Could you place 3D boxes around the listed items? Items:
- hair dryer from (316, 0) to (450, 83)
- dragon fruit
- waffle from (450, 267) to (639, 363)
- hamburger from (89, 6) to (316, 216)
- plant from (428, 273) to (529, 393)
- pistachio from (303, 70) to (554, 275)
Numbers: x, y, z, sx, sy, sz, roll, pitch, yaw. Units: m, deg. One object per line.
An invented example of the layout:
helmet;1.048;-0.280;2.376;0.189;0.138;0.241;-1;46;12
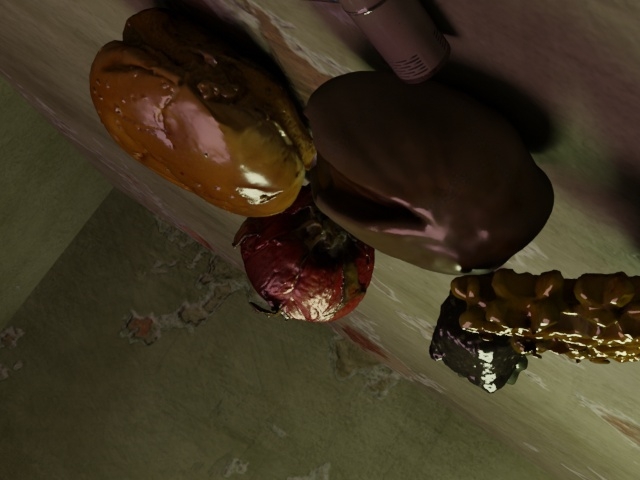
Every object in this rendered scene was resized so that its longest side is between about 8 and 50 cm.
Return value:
hair dryer;-0.011;-0.234;0.957;0.220;0.053;0.195;36;173;48
dragon fruit;0.002;-0.003;1.681;0.224;0.218;0.148;-2;154;-32
waffle;0.268;0.078;1.032;0.260;0.069;0.293;-1;170;27
hamburger;-0.145;-0.154;1.441;0.290;0.170;0.314;25;166;23
plant;0.227;0.132;1.605;0.129;0.132;0.194;35;166;25
pistachio;0.093;-0.071;1.060;0.288;0.197;0.166;39;134;51
